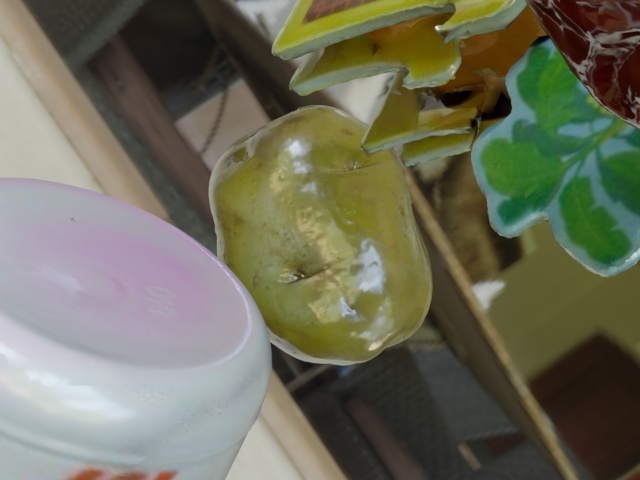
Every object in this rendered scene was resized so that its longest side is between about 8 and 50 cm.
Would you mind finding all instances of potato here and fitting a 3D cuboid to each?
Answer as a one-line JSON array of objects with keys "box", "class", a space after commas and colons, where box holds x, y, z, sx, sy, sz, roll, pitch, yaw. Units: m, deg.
[{"box": [-0.002, 0.000, 1.017, 0.137, 0.154, 0.200, -14, 81, -53], "class": "potato"}]

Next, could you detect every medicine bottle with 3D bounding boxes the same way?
[{"box": [-0.200, 0.150, 0.859, 0.256, 0.325, 0.256, 23, 23, -10], "class": "medicine bottle"}]

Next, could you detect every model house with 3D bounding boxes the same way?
[{"box": [0.156, -0.114, 0.717, 0.242, 0.313, 0.357, 32, 23, -44], "class": "model house"}]

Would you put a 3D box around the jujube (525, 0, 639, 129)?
[{"box": [0.169, -0.114, 0.375, 0.213, 0.232, 0.213, -3, 90, -65], "class": "jujube"}]
